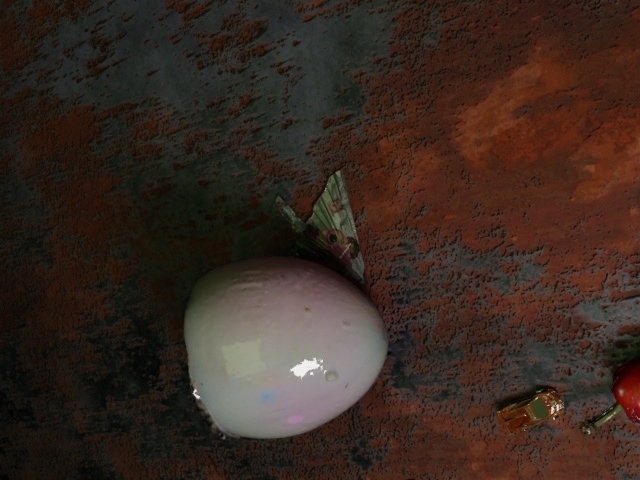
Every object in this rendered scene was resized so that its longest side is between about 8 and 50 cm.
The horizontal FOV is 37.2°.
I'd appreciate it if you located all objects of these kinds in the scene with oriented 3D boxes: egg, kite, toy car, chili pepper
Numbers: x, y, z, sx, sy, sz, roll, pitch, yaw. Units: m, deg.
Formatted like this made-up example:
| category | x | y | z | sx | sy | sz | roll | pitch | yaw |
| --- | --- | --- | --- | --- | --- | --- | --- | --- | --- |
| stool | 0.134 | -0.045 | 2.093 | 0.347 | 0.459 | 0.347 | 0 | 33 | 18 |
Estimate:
| category | x | y | z | sx | sy | sz | roll | pitch | yaw |
| --- | --- | --- | --- | --- | --- | --- | --- | --- | --- |
| egg | -0.039 | 0.192 | 1.815 | 0.339 | 0.354 | 0.355 | -12 | 95 | 21 |
| kite | 0.000 | 0.000 | 1.932 | 0.267 | 0.013 | 0.323 | 40 | 120 | 20 |
| toy car | 0.381 | 0.308 | 1.716 | 0.122 | 0.035 | 0.059 | -33 | 78 | 39 |
| chili pepper | 0.577 | 0.205 | 1.505 | 0.387 | 0.110 | 0.110 | -38 | 79 | 31 |
